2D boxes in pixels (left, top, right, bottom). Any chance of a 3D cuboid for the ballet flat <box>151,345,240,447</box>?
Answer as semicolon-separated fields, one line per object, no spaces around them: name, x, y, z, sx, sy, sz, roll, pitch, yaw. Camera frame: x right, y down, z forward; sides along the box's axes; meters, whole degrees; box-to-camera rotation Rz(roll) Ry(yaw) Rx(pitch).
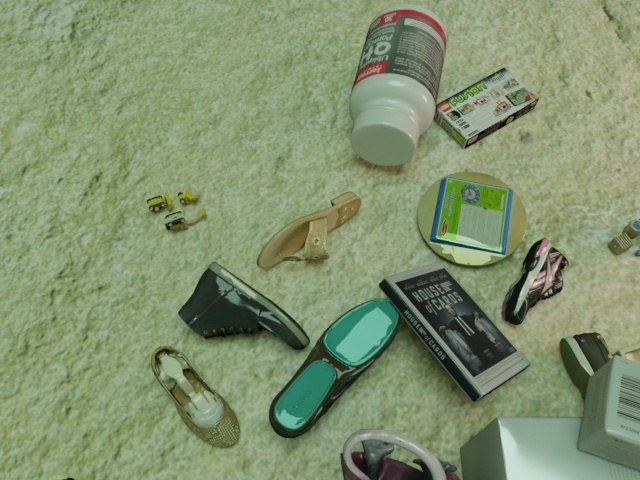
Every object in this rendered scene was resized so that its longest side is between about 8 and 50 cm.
ballet flat;-0.211;0.250;0.943;0.206;0.067;0.073;40;68;19

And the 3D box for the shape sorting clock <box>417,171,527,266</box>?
shape sorting clock;0.291;-0.044;1.124;0.206;0.040;0.206;0;64;1

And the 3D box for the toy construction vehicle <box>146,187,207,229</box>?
toy construction vehicle;-0.280;-0.058;1.139;0.098;0.035;0.086;-22;52;-15

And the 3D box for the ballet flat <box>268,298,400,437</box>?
ballet flat;0.021;0.205;0.952;0.095;0.096;0.280;42;68;18

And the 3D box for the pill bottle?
pill bottle;0.156;-0.316;1.199;0.176;0.176;0.318;11;61;6

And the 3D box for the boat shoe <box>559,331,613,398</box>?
boat shoe;0.468;0.253;0.936;0.069;0.081;0.227;-14;59;-3

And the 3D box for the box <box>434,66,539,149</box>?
box;0.357;-0.290;1.265;0.207;0.036;0.114;-30;65;-16

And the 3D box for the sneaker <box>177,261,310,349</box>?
sneaker;-0.132;0.146;1.009;0.222;0.083;0.118;35;85;10

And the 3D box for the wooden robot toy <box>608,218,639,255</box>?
wooden robot toy;0.636;-0.023;1.093;0.173;0.079;0.076;-6;61;-4

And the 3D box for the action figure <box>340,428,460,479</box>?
action figure;0.093;0.448;0.715;0.248;0.276;0.370;15;66;8

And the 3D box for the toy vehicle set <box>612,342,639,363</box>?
toy vehicle set;0.654;0.227;0.977;0.267;0.035;0.166;-15;62;-8

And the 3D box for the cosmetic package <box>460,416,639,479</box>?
cosmetic package;0.333;0.335;0.808;0.225;0.224;0.138;0;60;-1

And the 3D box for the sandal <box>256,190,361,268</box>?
sandal;0.000;-0.004;1.075;0.240;0.088;0.079;-34;60;-23

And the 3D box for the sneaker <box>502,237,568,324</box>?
sneaker;0.395;0.080;1.042;0.077;0.072;0.178;33;71;5

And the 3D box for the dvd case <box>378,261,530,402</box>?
dvd case;0.226;0.142;0.974;0.179;0.029;0.238;-10;54;-47

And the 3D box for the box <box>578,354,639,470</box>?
box;0.380;0.212;0.698;0.102;0.087;0.101;19;59;10

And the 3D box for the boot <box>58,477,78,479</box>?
boot;-0.260;0.440;0.820;0.207;0.094;0.246;-15;69;-4
